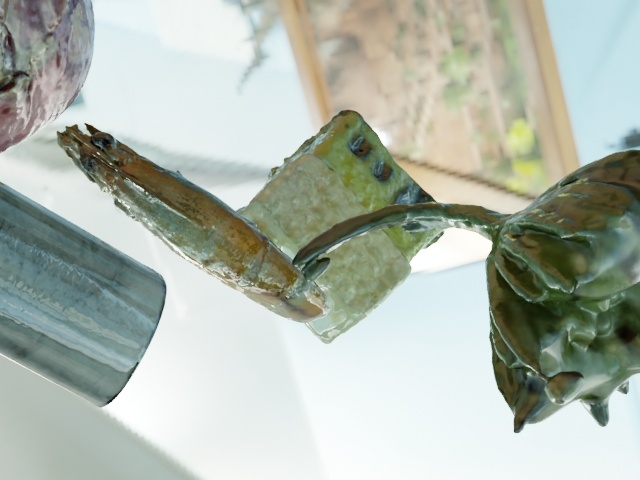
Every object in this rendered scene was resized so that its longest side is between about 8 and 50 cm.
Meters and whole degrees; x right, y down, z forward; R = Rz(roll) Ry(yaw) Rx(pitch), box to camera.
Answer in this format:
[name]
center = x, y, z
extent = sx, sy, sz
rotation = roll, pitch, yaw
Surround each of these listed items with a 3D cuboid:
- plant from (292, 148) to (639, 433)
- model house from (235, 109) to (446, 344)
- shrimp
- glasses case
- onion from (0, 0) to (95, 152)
[plant]
center = 0.146, -0.013, 1.368
extent = 0.251, 0.180, 0.333
rotation = -44, -125, -14
[model house]
center = 0.000, 0.000, 1.991
extent = 0.175, 0.193, 0.234
rotation = -34, -171, 41
[shrimp]
center = -0.112, -0.015, 1.571
extent = 0.063, 0.287, 0.152
rotation = -54, 177, -1
[glasses case]
center = -0.249, 0.007, 1.243
extent = 0.060, 0.299, 0.114
rotation = 6, -114, 58
[onion]
center = -0.257, -0.178, 1.097
extent = 0.227, 0.283, 0.120
rotation = -30, -160, -25
